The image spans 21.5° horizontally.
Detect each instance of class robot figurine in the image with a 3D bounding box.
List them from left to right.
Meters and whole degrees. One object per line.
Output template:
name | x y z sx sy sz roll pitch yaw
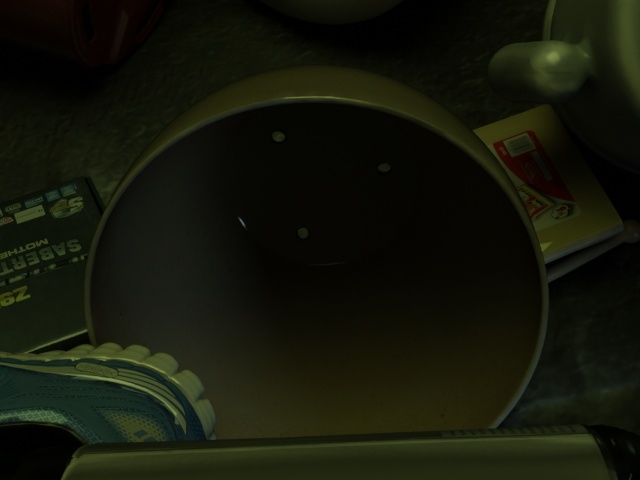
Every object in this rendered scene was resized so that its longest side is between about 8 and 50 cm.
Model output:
robot figurine | 0.272 -0.143 1.178 0.300 0.199 0.353 -9 3 -7

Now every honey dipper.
honey dipper | 0.168 0.022 1.211 0.161 0.030 0.030 -28 50 -21

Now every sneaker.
sneaker | -0.236 0.123 1.001 0.330 0.129 0.147 0 20 13

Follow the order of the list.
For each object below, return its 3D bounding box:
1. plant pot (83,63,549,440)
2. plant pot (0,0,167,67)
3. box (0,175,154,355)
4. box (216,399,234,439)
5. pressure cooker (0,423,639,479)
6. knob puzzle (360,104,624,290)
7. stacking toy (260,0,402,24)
plant pot | 0.000 0.000 1.106 0.284 0.284 0.191 -3 27 4
plant pot | -0.267 -0.279 1.411 0.265 0.272 0.272 22 53 15
box | -0.246 0.054 1.193 0.233 0.059 0.183 -19 39 -10
box | -0.132 0.162 1.119 0.164 0.021 0.201 -18 47 -10
pressure cooker | -0.033 0.268 0.768 0.421 0.369 0.375 -2 43 1
knob puzzle | 0.108 -0.016 1.250 0.213 0.030 0.213 -13 37 10
stacking toy | 0.129 -0.403 1.493 0.480 0.350 0.351 -21 45 -38
